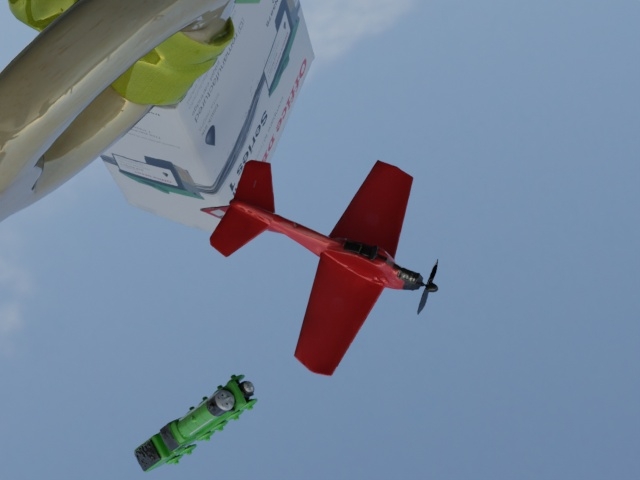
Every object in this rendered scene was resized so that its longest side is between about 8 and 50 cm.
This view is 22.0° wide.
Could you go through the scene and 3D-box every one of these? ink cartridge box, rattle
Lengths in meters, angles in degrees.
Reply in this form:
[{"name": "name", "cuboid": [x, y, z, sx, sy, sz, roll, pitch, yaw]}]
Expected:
[{"name": "ink cartridge box", "cuboid": [-0.083, -0.118, 1.087, 0.092, 0.219, 0.160, 18, -107, 14]}, {"name": "rattle", "cuboid": [-0.131, -0.065, 0.569, 0.199, 0.143, 0.130, -40, -166, -21]}]

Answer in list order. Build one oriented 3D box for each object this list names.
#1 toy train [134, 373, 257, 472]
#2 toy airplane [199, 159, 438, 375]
[{"name": "toy train", "cuboid": [-0.057, 0.083, 0.736, 0.023, 0.017, 0.083, -19, 166, -43]}, {"name": "toy airplane", "cuboid": [0.000, 0.000, 0.975, 0.151, 0.028, 0.151, 3, -118, -5]}]
